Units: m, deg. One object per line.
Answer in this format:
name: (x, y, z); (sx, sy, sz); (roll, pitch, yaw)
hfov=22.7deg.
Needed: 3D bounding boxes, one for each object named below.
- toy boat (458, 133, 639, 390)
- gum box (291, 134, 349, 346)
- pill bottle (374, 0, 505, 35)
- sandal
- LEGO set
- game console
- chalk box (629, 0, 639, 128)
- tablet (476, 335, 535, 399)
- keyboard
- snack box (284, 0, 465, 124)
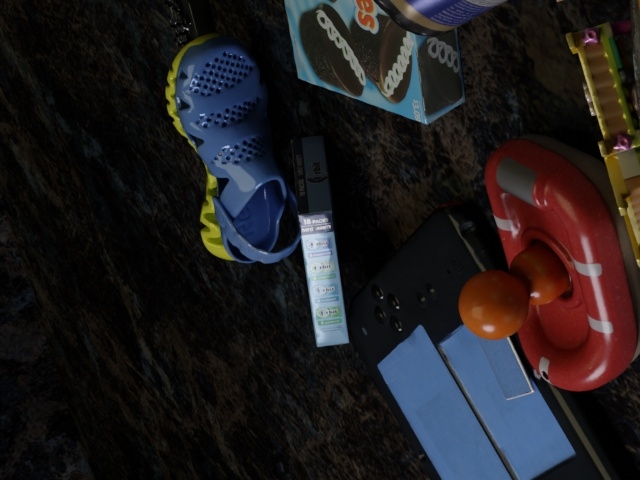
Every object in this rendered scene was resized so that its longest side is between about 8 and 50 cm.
toy boat: (0.184, 0.034, 1.364); (0.151, 0.151, 0.231); (33, 148, 53)
gum box: (0.000, 0.000, 1.807); (0.157, 0.041, 0.184); (-95, -3, -55)
pill bottle: (0.136, -0.244, 1.158); (0.219, 0.123, 0.123); (-25, 90, 43)
sandal: (-0.088, -0.097, 1.882); (0.138, 0.126, 0.317); (36, 148, 51)
LEGO set: (0.264, -0.082, 1.197); (0.132, 0.107, 0.287); (-79, -30, -66)
game console: (0.174, 0.180, 1.675); (0.386, 0.060, 0.342); (60, 158, 11)
chalk box: (0.287, -0.172, 0.835); (0.179, 0.289, 0.180); (6, 127, 27)
tablet: (0.179, 0.115, 1.564); (0.083, 0.006, 0.054); (66, 152, 3)
keyboard: (-0.131, -0.164, 2.030); (0.201, 0.033, 0.317); (33, 142, 52)
snack box: (0.033, -0.280, 1.467); (0.187, 0.060, 0.322); (25, 136, 43)
